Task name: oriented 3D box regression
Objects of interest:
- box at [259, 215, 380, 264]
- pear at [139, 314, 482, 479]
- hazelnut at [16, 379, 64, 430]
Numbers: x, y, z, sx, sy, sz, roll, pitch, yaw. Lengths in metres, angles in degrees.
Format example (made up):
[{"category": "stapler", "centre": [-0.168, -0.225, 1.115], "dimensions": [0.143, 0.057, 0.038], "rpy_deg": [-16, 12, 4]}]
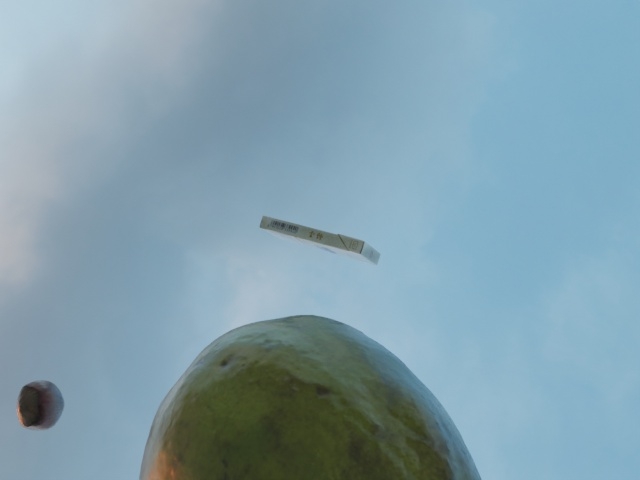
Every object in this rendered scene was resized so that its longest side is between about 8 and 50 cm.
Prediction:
[{"category": "box", "centre": [0.000, 0.000, 1.048], "dimensions": [0.167, 0.090, 0.024], "rpy_deg": [15, -97, 22]}, {"category": "pear", "centre": [0.000, 0.210, 0.598], "dimensions": [0.375, 0.288, 0.287], "rpy_deg": [11, -96, 62]}, {"category": "hazelnut", "centre": [-0.474, 0.279, 1.177], "dimensions": [0.087, 0.086, 0.086], "rpy_deg": [-6, -103, 26]}]
